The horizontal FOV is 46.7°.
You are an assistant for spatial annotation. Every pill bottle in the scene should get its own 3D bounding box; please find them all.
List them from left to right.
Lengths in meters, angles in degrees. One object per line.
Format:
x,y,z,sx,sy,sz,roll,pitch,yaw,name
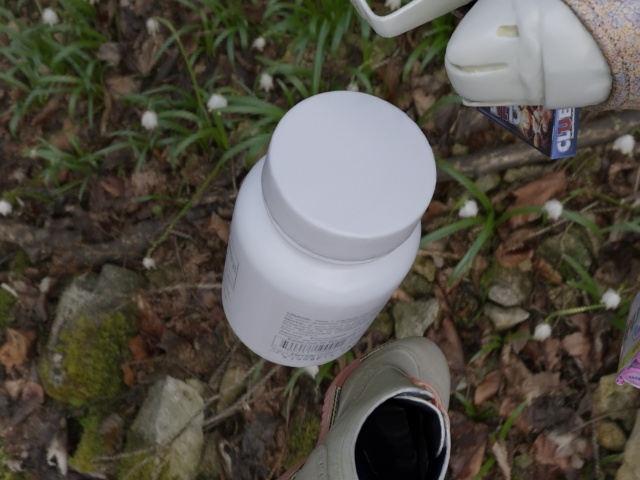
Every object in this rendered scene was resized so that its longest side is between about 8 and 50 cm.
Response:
0.000,0.000,0.537,0.131,0.229,0.131,4,64,-9,pill bottle

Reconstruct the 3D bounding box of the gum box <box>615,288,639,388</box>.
0.377,0.092,0.801,0.062,0.188,0.107,17,67,15,gum box

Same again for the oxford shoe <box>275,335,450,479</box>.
0.078,0.186,0.705,0.140,0.146,0.397,47,29,-1,oxford shoe

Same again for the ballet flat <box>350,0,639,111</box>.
0.088,-0.139,0.414,0.106,0.107,0.316,-43,61,-4,ballet flat

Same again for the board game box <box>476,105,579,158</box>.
0.308,-0.242,1.119,0.042,0.165,0.243,-12,28,-11,board game box
